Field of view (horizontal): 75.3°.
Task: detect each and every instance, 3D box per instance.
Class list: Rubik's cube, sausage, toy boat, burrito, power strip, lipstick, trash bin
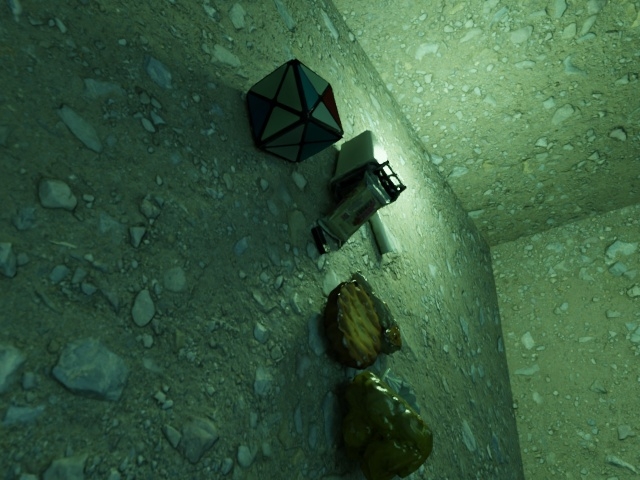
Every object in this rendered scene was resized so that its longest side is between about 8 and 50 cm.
[{"bbox_3d":[-0.095,-0.461,1.525,0.248,0.246,0.250,6,67,-54],"label":"Rubik's cube"},{"bbox_3d":[0.309,0.343,1.859,0.036,0.042,0.158,-29,97,-13],"label":"sausage"},{"bbox_3d":[0.292,0.641,1.599,0.290,0.100,0.199,63,32,-11],"label":"toy boat"},{"bbox_3d":[0.215,0.242,1.709,0.275,0.059,0.082,55,29,11],"label":"burrito"},{"bbox_3d":[0.000,0.000,1.602,0.038,0.029,0.111,-15,82,-57],"label":"power strip"},{"bbox_3d":[0.283,-0.060,2.030,0.059,0.059,0.264,-12,83,-58],"label":"lipstick"},{"bbox_3d":[0.217,-0.324,1.889,0.256,0.296,0.368,44,34,-32],"label":"trash bin"}]

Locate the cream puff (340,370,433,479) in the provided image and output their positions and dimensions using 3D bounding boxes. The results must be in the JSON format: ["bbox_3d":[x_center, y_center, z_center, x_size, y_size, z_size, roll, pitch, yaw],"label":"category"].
[{"bbox_3d":[0.186,0.612,1.350,0.324,0.257,0.291,40,-10,21],"label":"cream puff"}]

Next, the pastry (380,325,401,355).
[{"bbox_3d":[0.281,0.401,1.739,0.153,0.081,0.153,35,34,-29],"label":"pastry"}]

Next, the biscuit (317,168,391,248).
[{"bbox_3d":[0.140,-0.130,1.701,0.186,0.309,0.079,48,-1,-31],"label":"biscuit"}]

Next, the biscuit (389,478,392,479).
[{"bbox_3d":[0.233,0.796,1.470,0.208,0.047,0.164,-21,91,-58],"label":"biscuit"}]

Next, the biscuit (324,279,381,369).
[{"bbox_3d":[0.115,0.310,1.526,0.325,0.107,0.326,32,50,-47],"label":"biscuit"}]
